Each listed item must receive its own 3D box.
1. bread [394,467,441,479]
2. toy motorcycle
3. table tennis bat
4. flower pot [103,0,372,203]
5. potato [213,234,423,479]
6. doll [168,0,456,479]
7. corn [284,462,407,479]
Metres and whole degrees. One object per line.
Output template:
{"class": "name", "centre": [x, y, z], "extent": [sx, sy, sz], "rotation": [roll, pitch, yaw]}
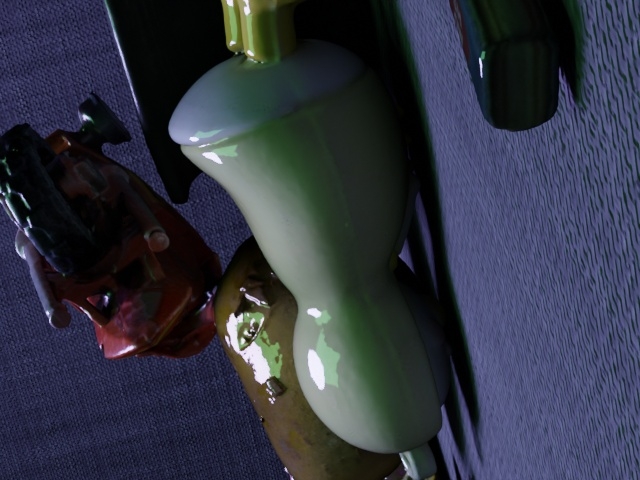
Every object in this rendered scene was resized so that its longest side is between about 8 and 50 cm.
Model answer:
{"class": "bread", "centre": [0.063, 0.208, 1.113], "extent": [0.156, 0.086, 0.125], "rotation": [48, -161, -87]}
{"class": "toy motorcycle", "centre": [-0.128, 0.002, 1.117], "extent": [0.171, 0.089, 0.298], "rotation": [58, -179, 1]}
{"class": "table tennis bat", "centre": [0.031, -0.152, 0.572], "extent": [0.173, 0.022, 0.301], "rotation": [79, 180, -51]}
{"class": "flower pot", "centre": [-0.054, -0.152, 1.087], "extent": [0.235, 0.148, 0.235], "rotation": [164, 90, -90]}
{"class": "potato", "centre": [0.009, 0.070, 1.100], "extent": [0.176, 0.137, 0.137], "rotation": [62, -178, -16]}
{"class": "doll", "centre": [0.011, -0.005, 0.963], "extent": [0.296, 0.117, 0.141], "rotation": [64, 168, -17]}
{"class": "corn", "centre": [0.027, 0.160, 1.336], "extent": [0.335, 0.127, 0.126], "rotation": [-109, 6, -57]}
